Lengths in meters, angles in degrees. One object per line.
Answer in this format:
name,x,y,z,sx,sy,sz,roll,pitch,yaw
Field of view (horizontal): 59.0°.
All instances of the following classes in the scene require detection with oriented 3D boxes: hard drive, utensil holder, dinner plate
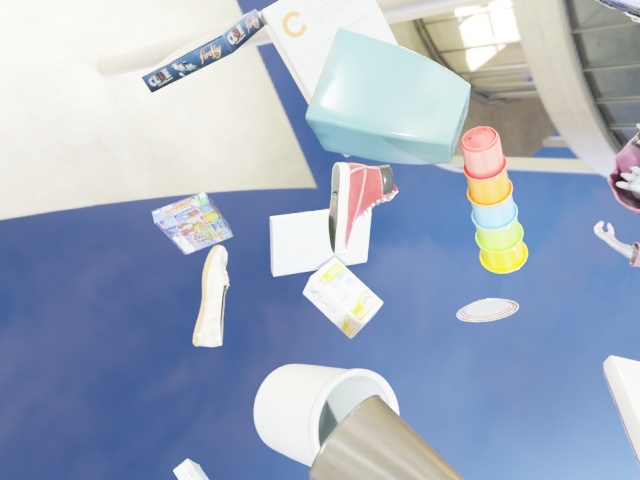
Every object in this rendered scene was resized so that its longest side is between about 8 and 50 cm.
hard drive,0.667,0.319,0.967,0.318,0.210,0.040,12,-50,-6
utensil holder,0.008,0.568,1.830,0.327,0.385,0.328,5,-99,-34
dinner plate,0.386,0.159,1.311,0.141,0.141,0.017,21,-127,-41
hard drive,0.000,0.000,1.744,0.307,0.040,0.203,-8,-55,-15

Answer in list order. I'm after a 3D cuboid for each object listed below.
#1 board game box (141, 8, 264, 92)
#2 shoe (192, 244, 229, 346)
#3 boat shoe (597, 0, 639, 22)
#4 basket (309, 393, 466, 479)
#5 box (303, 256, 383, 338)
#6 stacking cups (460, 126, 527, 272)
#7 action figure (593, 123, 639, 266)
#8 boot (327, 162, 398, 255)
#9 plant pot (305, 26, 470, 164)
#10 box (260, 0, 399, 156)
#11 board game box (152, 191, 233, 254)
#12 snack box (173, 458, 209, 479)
board game box,-0.257,-0.413,1.234,0.042,0.243,0.165,59,-144,-26
shoe,-0.220,0.118,1.198,0.076,0.058,0.219,78,-161,-74
boat shoe,0.772,-0.571,1.339,0.306,0.105,0.113,6,-80,-13
basket,0.132,0.401,0.961,0.204,0.226,0.154,-29,-40,-43
box,0.066,0.171,1.681,0.114,0.203,0.103,-38,-16,-34
stacking cups,0.320,-0.066,1.038,0.096,0.096,0.316,-52,-40,-21
action figure,0.672,-0.046,1.022,0.248,0.276,0.370,-41,-61,4
boot,0.114,-0.077,1.464,0.176,0.088,0.244,1,-72,-19
plant pot,0.126,-0.226,0.965,0.165,0.234,0.166,42,-114,-74
box,0.047,-0.392,1.240,0.215,0.168,0.345,-31,-71,2
board game box,-0.310,-0.038,1.396,0.136,0.035,0.201,-21,-24,-1
snack box,-0.212,0.481,1.055,0.037,0.141,0.100,-36,-22,-18
